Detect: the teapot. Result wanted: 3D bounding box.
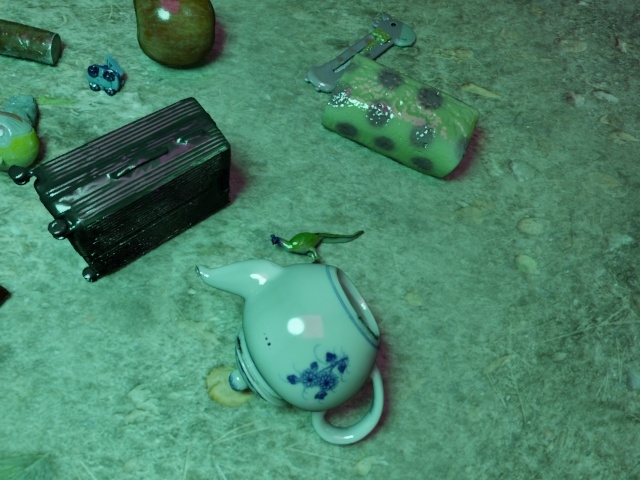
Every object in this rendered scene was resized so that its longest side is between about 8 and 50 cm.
[{"bbox_3d":[-0.046,0.182,0.817,0.279,0.252,0.424,-35,100,9],"label":"teapot"}]

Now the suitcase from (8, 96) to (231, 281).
[{"bbox_3d":[-0.337,-0.098,0.874,0.335,0.230,0.152,-35,77,-24],"label":"suitcase"}]

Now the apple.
[{"bbox_3d":[-0.337,-0.503,1.089,0.173,0.188,0.189,-6,66,-25],"label":"apple"}]

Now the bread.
[{"bbox_3d":[0.192,-0.297,1.127,0.338,0.155,0.187,26,67,0],"label":"bread"}]

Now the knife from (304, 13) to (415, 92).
[{"bbox_3d":[0.115,-0.510,1.276,0.132,0.038,0.398,41,64,11],"label":"knife"}]

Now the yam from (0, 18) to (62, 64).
[{"bbox_3d":[-0.663,-0.444,1.054,0.141,0.079,0.079,9,64,-9],"label":"yam"}]

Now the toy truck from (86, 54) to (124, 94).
[{"bbox_3d":[-0.488,-0.384,1.078,0.073,0.056,0.090,16,50,-10],"label":"toy truck"}]

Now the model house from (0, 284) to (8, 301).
[{"bbox_3d":[-0.687,0.113,0.739,0.195,0.160,0.254,31,64,2],"label":"model house"}]

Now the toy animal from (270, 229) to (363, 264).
[{"bbox_3d":[0.002,0.015,1.004,0.216,0.041,0.075,-3,64,-19],"label":"toy animal"}]

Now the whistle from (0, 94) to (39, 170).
[{"bbox_3d":[-0.624,-0.230,0.945,0.122,0.123,0.223,1,51,-12],"label":"whistle"}]
